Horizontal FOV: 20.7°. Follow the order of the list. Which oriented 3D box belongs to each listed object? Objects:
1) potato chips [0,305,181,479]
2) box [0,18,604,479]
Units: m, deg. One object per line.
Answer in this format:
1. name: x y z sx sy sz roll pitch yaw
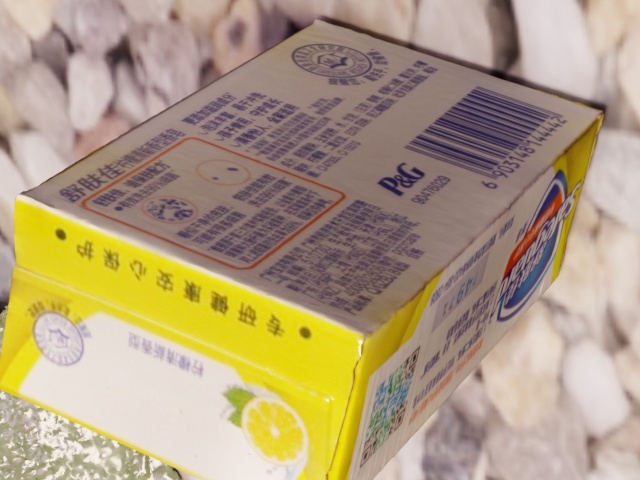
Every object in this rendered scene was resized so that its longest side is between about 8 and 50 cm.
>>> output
1. potato chips: -0.183 0.112 1.055 0.228 0.059 0.167 17 107 21
2. box: 0.000 0.000 0.786 0.168 0.265 0.097 20 121 20
